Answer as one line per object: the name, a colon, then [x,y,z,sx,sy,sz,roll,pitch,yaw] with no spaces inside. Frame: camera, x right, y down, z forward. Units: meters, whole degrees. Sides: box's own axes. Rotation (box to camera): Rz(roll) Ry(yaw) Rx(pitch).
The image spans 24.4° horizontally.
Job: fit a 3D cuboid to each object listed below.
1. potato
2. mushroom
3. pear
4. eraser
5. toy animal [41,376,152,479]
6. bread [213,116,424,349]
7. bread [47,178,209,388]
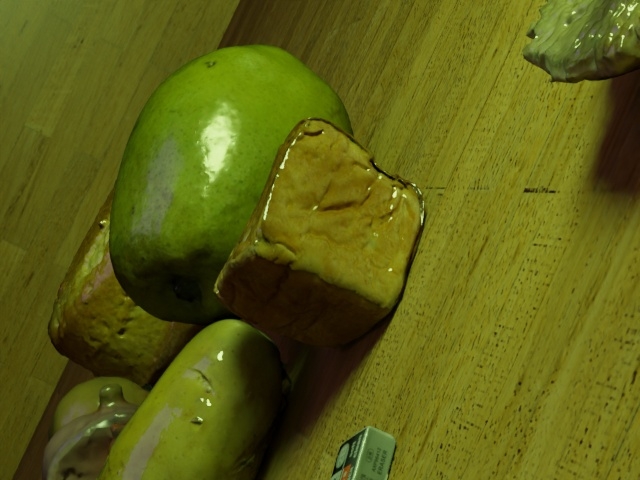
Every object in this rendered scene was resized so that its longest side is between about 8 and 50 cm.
potato: [-0.132,0.218,1.426,0.300,0.140,0.173,-59,6,-2]
mushroom: [0.164,-0.245,0.875,0.208,0.301,0.233,-25,41,15]
pear: [-0.089,-0.054,1.519,0.253,0.253,0.307,-50,13,46]
eraser: [0.021,0.201,1.103,0.052,0.029,0.122,-46,23,54]
toy animal: [-0.250,0.251,1.784,0.281,0.169,0.195,-108,10,-75]
bread: [0.000,0.000,1.327,0.149,0.143,0.158,-46,18,54]
bread: [-0.237,0.043,2.036,0.337,0.204,0.358,-123,58,-80]
